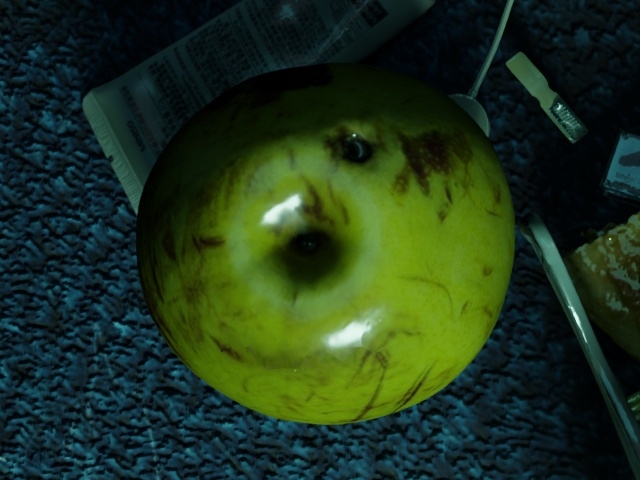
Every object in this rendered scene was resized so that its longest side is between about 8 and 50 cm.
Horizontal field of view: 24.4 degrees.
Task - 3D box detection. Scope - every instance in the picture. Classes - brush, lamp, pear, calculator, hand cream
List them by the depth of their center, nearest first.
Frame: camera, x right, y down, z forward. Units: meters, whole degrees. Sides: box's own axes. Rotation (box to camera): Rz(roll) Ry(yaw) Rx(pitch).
[{"bbox_3d":[0.225,0.107,1.044,0.060,0.068,0.297,-25,97,2],"label":"brush"},{"bbox_3d":[0.000,0.000,1.045,0.283,0.283,0.284,-2,82,13],"label":"pear"},{"bbox_3d":[0.297,-0.034,1.109,0.172,0.018,0.057,20,85,16],"label":"calculator"},{"bbox_3d":[0.174,-0.110,1.134,0.016,0.013,0.084,-40,96,6],"label":"brush"},{"bbox_3d":[0.140,-0.158,1.160,0.050,0.056,0.198,25,99,14],"label":"lamp"},{"bbox_3d":[-0.034,-0.151,1.185,0.340,0.078,0.124,-33,77,15],"label":"hand cream"}]

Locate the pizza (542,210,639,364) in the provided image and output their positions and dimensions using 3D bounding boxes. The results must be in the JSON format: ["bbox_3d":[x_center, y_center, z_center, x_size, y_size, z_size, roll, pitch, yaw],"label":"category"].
[{"bbox_3d":[0.345,0.002,1.044,0.280,0.075,0.288,38,105,10],"label":"pizza"}]
